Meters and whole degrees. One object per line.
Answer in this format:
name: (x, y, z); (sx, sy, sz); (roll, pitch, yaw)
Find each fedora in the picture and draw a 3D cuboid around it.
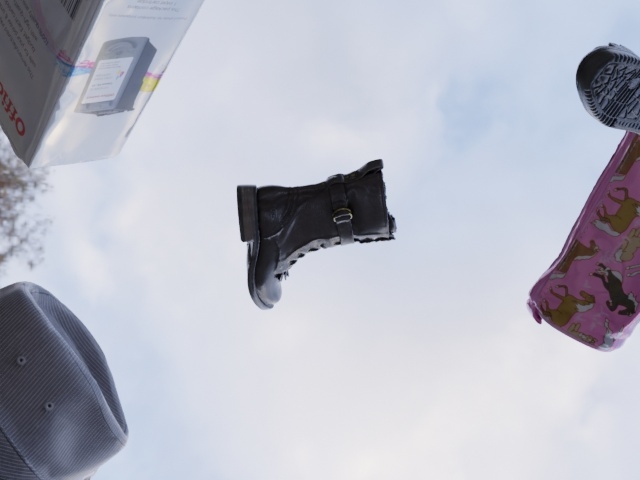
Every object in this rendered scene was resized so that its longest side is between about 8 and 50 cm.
fedora: (-0.276, 0.150, 0.826); (0.124, 0.244, 0.275); (-28, -92, -7)

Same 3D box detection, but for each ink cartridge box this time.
ink cartridge box: (-0.254, -0.260, 0.874); (0.226, 0.131, 0.306); (58, -47, 19)

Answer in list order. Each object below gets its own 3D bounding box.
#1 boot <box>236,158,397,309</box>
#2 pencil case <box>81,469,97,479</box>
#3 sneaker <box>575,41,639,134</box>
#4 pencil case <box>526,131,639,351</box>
boot: (0.000, 0.000, 1.239); (0.229, 0.263, 0.091); (-6, -134, -2)
pencil case: (-0.442, 0.445, 1.306); (0.184, 0.160, 0.410); (11, -61, -10)
sneaker: (0.226, -0.120, 0.638); (0.051, 0.170, 0.089); (-55, -136, 22)
pencil case: (0.443, -0.025, 1.185); (0.167, 0.160, 0.386); (35, -66, 28)
